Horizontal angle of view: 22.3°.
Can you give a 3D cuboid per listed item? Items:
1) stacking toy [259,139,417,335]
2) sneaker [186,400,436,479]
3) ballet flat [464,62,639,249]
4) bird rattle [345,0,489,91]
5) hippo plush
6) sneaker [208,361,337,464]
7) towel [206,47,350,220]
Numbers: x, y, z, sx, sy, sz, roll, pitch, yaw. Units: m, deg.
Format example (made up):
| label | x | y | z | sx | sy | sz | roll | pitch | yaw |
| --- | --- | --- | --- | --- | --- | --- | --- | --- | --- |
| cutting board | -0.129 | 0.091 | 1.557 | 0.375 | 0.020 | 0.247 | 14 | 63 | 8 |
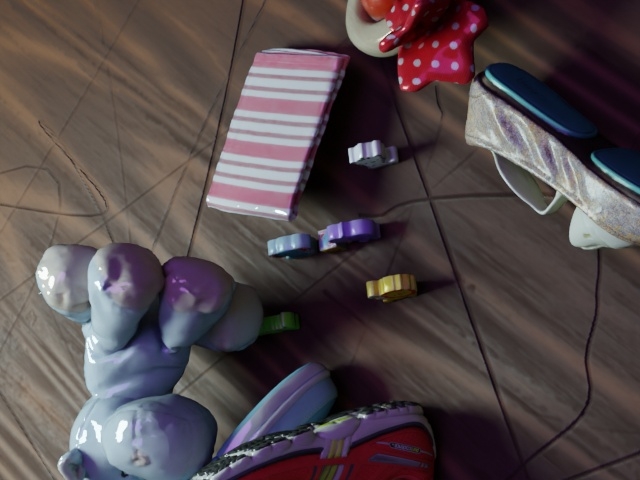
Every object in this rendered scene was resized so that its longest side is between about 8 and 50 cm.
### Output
| label | x | y | z | sx | sy | sz | roll | pitch | yaw |
| --- | --- | --- | --- | --- | --- | --- | --- | --- | --- |
| stacking toy | 0.000 | 0.000 | 1.753 | 0.221 | 0.052 | 0.167 | -17 | 72 | 32 |
| sneaker | -0.008 | 0.243 | 1.605 | 0.107 | 0.279 | 0.118 | 155 | 100 | -72 |
| ballet flat | 0.256 | -0.057 | 1.568 | 0.316 | 0.108 | 0.106 | 43 | 125 | 38 |
| bird rattle | 0.104 | -0.263 | 1.686 | 0.207 | 0.143 | 0.253 | -17 | 62 | 56 |
| hippo plush | -0.218 | 0.146 | 1.727 | 0.294 | 0.234 | 0.236 | -7 | 66 | 40 |
| sneaker | -0.034 | 0.302 | 1.698 | 0.208 | 0.127 | 0.319 | 36 | 85 | 10 |
| towel | -0.046 | -0.118 | 1.787 | 0.144 | 0.029 | 0.197 | 11 | 80 | 48 |
